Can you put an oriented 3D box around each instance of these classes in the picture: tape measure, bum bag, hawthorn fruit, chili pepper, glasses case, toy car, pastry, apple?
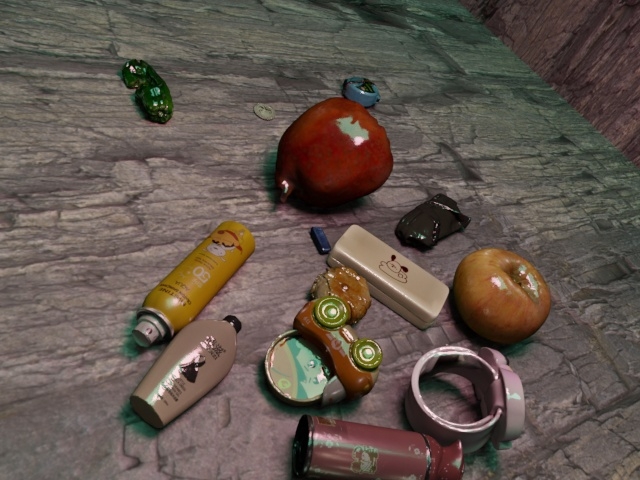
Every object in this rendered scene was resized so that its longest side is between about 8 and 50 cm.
[{"bbox_3d":[0.155,-0.556,1.952,0.146,0.081,0.125,-6,50,-31],"label":"tape measure"},{"bbox_3d":[0.351,-0.061,1.584,0.142,0.079,0.326,42,45,19],"label":"bum bag"},{"bbox_3d":[0.032,-0.234,1.453,0.308,0.325,0.308,55,13,-20],"label":"hawthorn fruit"},{"bbox_3d":[-0.493,-0.441,1.513,0.099,0.083,0.253,-20,57,-28],"label":"chili pepper"},{"bbox_3d":[0.000,0.000,1.387,0.034,0.023,0.083,-1,52,-35],"label":"glasses case"},{"bbox_3d":[0.176,0.091,1.356,0.313,0.070,0.131,35,43,7],"label":"glasses case"},{"bbox_3d":[-0.007,0.253,1.083,0.235,0.145,0.235,3,60,-5],"label":"toy car"},{"bbox_3d":[0.051,0.131,1.248,0.153,0.081,0.153,23,38,-20],"label":"pastry"},{"bbox_3d":[0.465,0.145,1.364,0.261,0.194,0.260,14,47,-16],"label":"apple"}]

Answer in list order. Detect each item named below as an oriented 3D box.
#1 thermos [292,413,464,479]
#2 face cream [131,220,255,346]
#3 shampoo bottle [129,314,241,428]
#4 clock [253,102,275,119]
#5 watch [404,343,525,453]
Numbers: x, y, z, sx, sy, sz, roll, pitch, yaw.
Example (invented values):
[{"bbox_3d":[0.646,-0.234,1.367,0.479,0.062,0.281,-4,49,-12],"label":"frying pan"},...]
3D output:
[{"bbox_3d":[0.119,0.420,0.977,0.330,0.109,0.136,13,52,-12],"label":"thermos"},{"bbox_3d":[-0.267,0.090,1.105,0.105,0.105,0.348,32,43,4],"label":"face cream"},{"bbox_3d":[-0.240,0.233,0.997,0.127,0.078,0.257,49,43,-7],"label":"shampoo bottle"},{"bbox_3d":[-0.181,-0.419,1.700,0.074,0.010,0.083,10,47,-20],"label":"clock"},{"bbox_3d":[0.302,0.336,1.144,0.231,0.196,0.244,1,44,2],"label":"watch"}]
